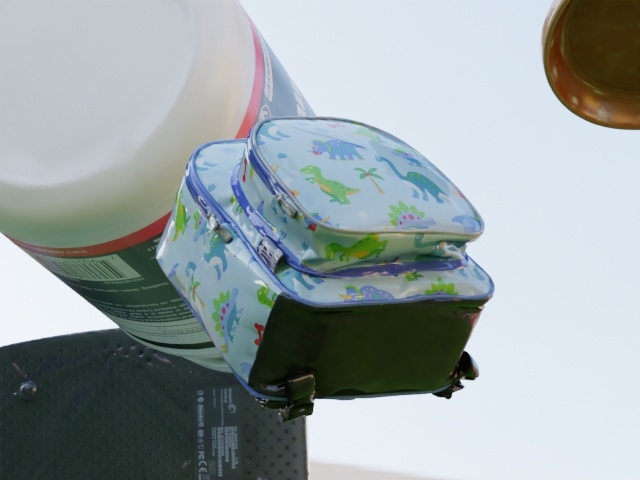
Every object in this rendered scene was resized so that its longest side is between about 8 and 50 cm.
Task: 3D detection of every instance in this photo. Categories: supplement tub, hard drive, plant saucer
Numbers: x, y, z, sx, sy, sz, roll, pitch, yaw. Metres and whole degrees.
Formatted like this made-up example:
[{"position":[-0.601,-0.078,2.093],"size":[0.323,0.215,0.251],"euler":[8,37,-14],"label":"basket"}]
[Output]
[{"position":[-0.090,-0.040,0.842],"size":[0.191,0.191,0.272],"euler":[-7,-26,18],"label":"supplement tub"},{"position":[-0.128,0.152,1.032],"size":[0.254,0.172,0.054],"euler":[-5,-11,13],"label":"hard drive"},{"position":[0.116,-0.073,0.460],"size":[0.083,0.013,0.083],"euler":[-4,-43,-4],"label":"plant saucer"}]

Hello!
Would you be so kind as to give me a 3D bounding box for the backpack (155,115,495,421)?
[{"position":[0.000,0.000,0.511],"size":[0.105,0.114,0.084],"euler":[-2,-58,-38],"label":"backpack"}]
